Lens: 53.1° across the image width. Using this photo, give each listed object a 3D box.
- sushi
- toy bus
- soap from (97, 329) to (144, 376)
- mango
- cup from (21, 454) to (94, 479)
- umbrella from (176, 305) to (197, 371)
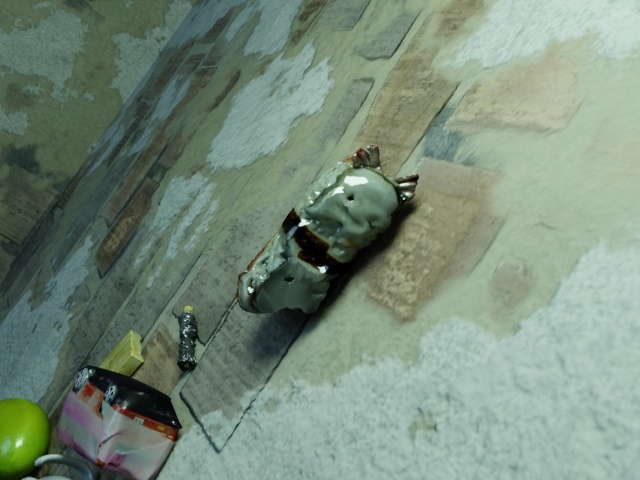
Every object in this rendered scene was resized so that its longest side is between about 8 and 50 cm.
[{"bbox_3d":[0.000,0.000,0.957,0.332,0.124,0.130,-51,20,8],"label":"sushi"},{"bbox_3d":[-0.368,0.316,1.142,0.302,0.127,0.147,-1,62,53],"label":"toy bus"},{"bbox_3d":[-0.467,0.312,1.372,0.252,0.037,0.092,-48,30,10],"label":"soap"},{"bbox_3d":[-0.701,0.449,1.450,0.273,0.149,0.185,-18,39,37],"label":"mango"},{"bbox_3d":[-0.450,0.456,1.102,0.134,0.142,0.174,-20,44,44],"label":"cup"},{"bbox_3d":[-0.249,0.179,1.202,0.040,0.037,0.144,-45,34,26],"label":"umbrella"}]
